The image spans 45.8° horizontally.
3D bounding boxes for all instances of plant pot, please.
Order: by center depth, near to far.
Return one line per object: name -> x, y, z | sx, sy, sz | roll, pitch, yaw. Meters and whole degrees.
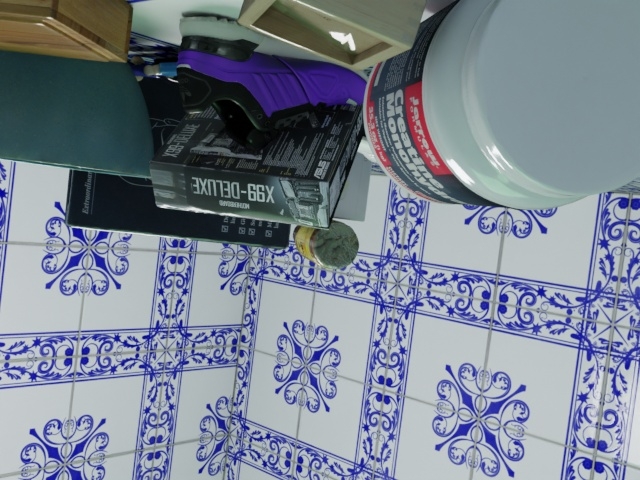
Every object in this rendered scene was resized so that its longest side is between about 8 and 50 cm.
plant pot -> -0.376, -0.204, 1.088 | 0.290, 0.195, 0.290 | 7, -178, 0

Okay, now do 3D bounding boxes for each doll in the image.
doll -> -0.225, -0.261, 1.155 | 0.189, 0.046, 0.129 | 7, -168, 28

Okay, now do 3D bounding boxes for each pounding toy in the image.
pounding toy -> 0.024, -0.196, 0.581 | 0.141, 0.100, 0.130 | 18, 178, -18

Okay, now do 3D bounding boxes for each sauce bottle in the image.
sauce bottle -> 0.000, 0.000, 1.787 | 0.111, 0.111, 0.344 | 7, -178, -11

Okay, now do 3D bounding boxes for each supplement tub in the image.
supplement tub -> 0.159, -0.124, 0.670 | 0.191, 0.191, 0.272 | 7, -178, -13

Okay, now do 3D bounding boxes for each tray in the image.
tray -> -0.437, -0.263, 0.815 | 0.411, 0.076, 0.203 | 6, -178, 5

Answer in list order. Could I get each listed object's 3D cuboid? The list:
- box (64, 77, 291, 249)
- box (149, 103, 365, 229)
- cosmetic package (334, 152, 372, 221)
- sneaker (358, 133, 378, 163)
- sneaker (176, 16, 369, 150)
box -> -0.253, -0.152, 1.411 | 0.395, 0.293, 0.212 | 7, -178, -16
box -> -0.072, -0.147, 1.092 | 0.242, 0.076, 0.307 | 7, -142, 10
cosmetic package -> -0.003, -0.168, 1.758 | 0.225, 0.224, 0.138 | 6, -178, -12
sneaker -> 0.044, -0.232, 1.586 | 0.297, 0.111, 0.129 | 4, 165, 17
sneaker -> -0.062, -0.186, 0.994 | 0.293, 0.146, 0.102 | 6, -178, -38
